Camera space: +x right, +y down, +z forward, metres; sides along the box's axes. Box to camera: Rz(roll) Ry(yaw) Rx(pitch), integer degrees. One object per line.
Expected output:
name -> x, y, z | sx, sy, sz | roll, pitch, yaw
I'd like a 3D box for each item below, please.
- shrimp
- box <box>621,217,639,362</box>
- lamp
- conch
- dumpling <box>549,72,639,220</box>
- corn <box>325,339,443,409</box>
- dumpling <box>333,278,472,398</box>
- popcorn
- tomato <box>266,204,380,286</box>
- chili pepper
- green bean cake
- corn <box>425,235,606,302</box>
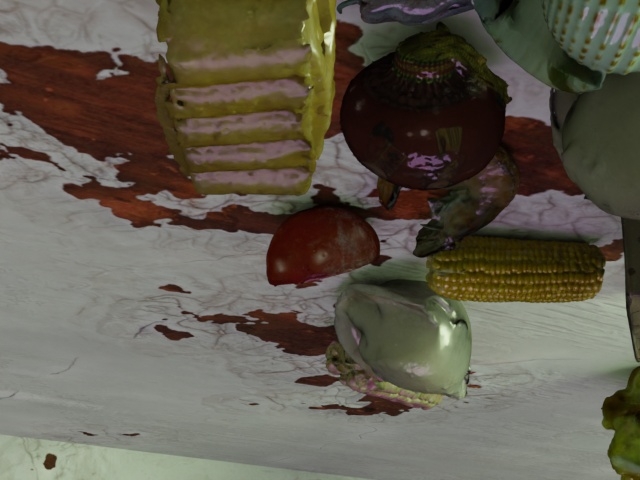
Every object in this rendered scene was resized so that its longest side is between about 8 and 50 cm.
shrimp -> 0.140, -0.054, 1.281 | 0.173, 0.058, 0.253 | 17, 150, -17
box -> 0.481, 0.020, 1.268 | 0.225, 0.190, 0.297 | -5, 156, 17
lamp -> 0.097, -0.127, 0.990 | 0.156, 0.157, 0.135 | 12, 140, 11
conch -> 0.199, -0.211, 0.798 | 0.131, 0.200, 0.172 | -38, 172, -5
dumpling -> 0.312, -0.119, 0.926 | 0.163, 0.204, 0.293 | 1, -177, -23
corn -> 0.130, 0.228, 1.886 | 0.127, 0.126, 0.335 | -11, 159, 27
dumpling -> 0.124, 0.164, 1.638 | 0.227, 0.243, 0.175 | 4, -160, 26
popcorn -> 0.711, 0.373, 2.029 | 0.312, 0.312, 0.312 | 1, 157, 0
tomato -> 0.000, 0.000, 1.371 | 0.139, 0.091, 0.159 | -7, -175, 41
chili pepper -> 0.090, -0.209, 0.920 | 0.153, 0.041, 0.050 | -1, -160, 5
green bean cake -> -0.052, -0.170, 0.787 | 0.131, 0.224, 0.229 | 1, 154, 0
corn -> 0.266, 0.041, 1.449 | 0.244, 0.093, 0.093 | 2, 157, -5
